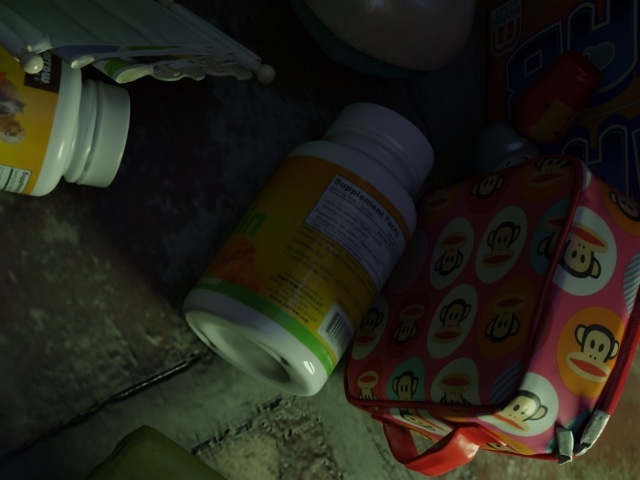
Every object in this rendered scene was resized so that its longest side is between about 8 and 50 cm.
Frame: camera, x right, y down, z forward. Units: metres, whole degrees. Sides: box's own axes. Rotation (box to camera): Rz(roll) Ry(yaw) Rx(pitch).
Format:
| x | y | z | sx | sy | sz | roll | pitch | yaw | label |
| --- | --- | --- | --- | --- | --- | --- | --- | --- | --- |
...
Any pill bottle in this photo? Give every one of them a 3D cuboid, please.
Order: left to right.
| x | y | z | sx | sy | sz | roll | pitch | yaw | label |
| --- | --- | --- | --- | --- | --- | --- | --- | --- | --- |
| -0.261 | -0.101 | 0.698 | 0.215 | 0.117 | 0.117 | 11 | 77 | -25 | pill bottle |
| 0.000 | 0.000 | 0.805 | 0.136 | 0.136 | 0.245 | 40 | 66 | -16 | pill bottle |

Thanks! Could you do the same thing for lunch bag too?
| x | y | z | sx | sy | sz | roll | pitch | yaw | label |
| --- | --- | --- | --- | --- | --- | --- | --- | --- | --- |
| 0.133 | 0.075 | 0.774 | 0.120 | 0.293 | 0.258 | 28 | 74 | -19 | lunch bag |

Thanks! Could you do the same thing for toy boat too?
| x | y | z | sx | sy | sz | roll | pitch | yaw | label |
| --- | --- | --- | --- | --- | --- | --- | --- | --- | --- |
| 0.097 | -0.183 | 0.852 | 0.318 | 0.148 | 0.267 | 36 | 34 | -4 | toy boat |

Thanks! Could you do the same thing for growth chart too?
| x | y | z | sx | sy | sz | roll | pitch | yaw | label |
| --- | --- | --- | --- | --- | --- | --- | --- | --- | --- |
| -0.163 | -0.167 | 0.734 | 0.237 | 0.021 | 0.172 | -8 | 42 | -43 | growth chart |

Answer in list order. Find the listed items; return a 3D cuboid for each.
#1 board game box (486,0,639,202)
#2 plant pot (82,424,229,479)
| x | y | z | sx | sy | sz | roll | pitch | yaw | label |
| --- | --- | --- | --- | --- | --- | --- | --- | --- | --- |
| 0.414 | -0.095 | 0.907 | 0.357 | 0.356 | 0.356 | 8 | 78 | -26 | board game box |
| -0.099 | 0.281 | 0.660 | 0.254 | 0.276 | 0.276 | 43 | 65 | -3 | plant pot |
